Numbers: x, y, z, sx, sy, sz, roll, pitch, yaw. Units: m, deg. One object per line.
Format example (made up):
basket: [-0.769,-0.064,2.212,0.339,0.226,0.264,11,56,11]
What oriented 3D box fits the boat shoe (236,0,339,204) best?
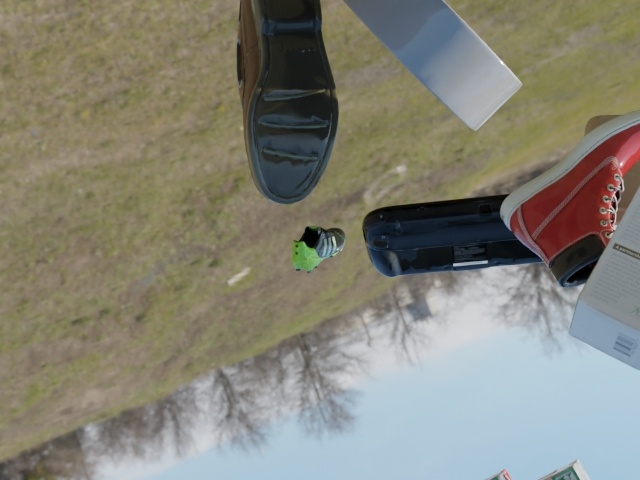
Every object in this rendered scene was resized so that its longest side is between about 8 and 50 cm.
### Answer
boat shoe: [-0.046,-0.194,1.068,0.110,0.308,0.104,3,177,-19]

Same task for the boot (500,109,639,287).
boot: [0.380,-0.048,1.151,0.244,0.176,0.088,-38,139,5]

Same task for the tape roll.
tape roll: [0.117,-0.220,0.954,0.072,0.219,0.219,-44,171,15]

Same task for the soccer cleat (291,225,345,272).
soccer cleat: [0.000,0.000,1.674,0.060,0.072,0.179,7,-157,25]

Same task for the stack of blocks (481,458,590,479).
stack of blocks: [0.345,0.498,1.568,0.297,0.171,0.087,-33,164,18]

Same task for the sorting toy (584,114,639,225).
sorting toy: [0.479,-0.100,1.266,0.208,0.193,0.038,-1,149,27]

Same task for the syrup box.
syrup box: [0.381,0.017,1.011,0.237,0.096,0.093,-54,156,-21]

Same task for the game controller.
game controller: [0.227,-0.007,1.356,0.319,0.067,0.166,-5,154,8]
